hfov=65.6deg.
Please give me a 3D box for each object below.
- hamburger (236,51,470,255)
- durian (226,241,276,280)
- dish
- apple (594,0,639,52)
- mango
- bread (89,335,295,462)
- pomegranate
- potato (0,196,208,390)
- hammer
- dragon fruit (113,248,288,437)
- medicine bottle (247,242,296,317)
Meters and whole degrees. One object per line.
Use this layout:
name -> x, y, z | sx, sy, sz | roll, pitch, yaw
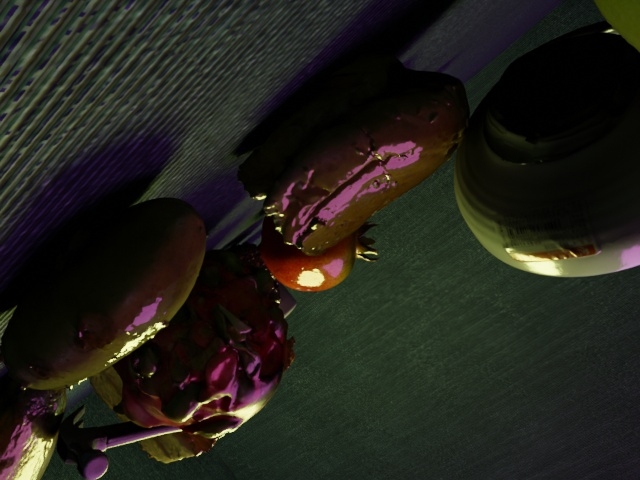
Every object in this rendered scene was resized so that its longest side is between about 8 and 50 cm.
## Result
hamburger -> 0.058, -0.108, 0.535 | 0.211, 0.133, 0.309 | -36, -179, 23
durian -> -0.182, 0.071, 1.176 | 0.196, 0.167, 0.196 | -31, -151, 19
dish -> 0.225, -0.117, 0.452 | 0.273, 0.133, 0.274 | -29, -138, 30
apple -> 0.286, -0.216, 0.273 | 0.279, 0.279, 0.279 | -39, -179, 1
mango -> -0.427, 0.288, 0.611 | 0.316, 0.146, 0.193 | -57, -178, -5
bread -> -0.241, 0.217, 0.919 | 0.207, 0.279, 0.279 | -35, -175, 44
pomegranate -> 0.000, 0.000, 1.050 | 0.256, 0.221, 0.221 | 5, -171, 7
potato -> -0.158, 0.042, 0.350 | 0.188, 0.085, 0.105 | -35, -155, 22
hammer -> -0.222, 0.260, 0.711 | 0.137, 0.037, 0.289 | 12, -176, 41
dragon fruit -> -0.165, 0.129, 0.677 | 0.230, 0.237, 0.302 | 5, -174, -15
medicine bottle -> -0.224, 0.166, 1.412 | 0.238, 0.232, 0.238 | -40, 180, 0
